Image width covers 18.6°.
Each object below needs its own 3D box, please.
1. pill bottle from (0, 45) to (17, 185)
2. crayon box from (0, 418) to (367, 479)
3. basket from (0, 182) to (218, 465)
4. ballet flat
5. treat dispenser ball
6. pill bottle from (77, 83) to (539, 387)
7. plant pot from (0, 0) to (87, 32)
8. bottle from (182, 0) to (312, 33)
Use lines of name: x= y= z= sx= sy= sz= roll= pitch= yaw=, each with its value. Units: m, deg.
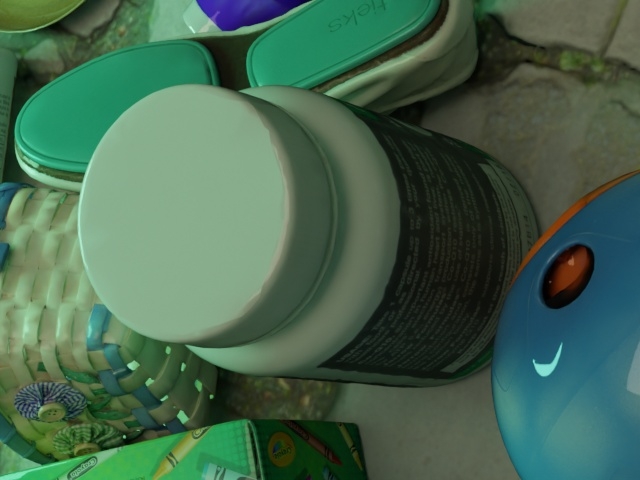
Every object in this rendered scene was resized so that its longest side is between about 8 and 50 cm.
pill bottle: x=-0.350 y=-0.065 z=1.754 sx=0.131 sy=0.131 sz=0.229 roll=5 pitch=87 yaw=30
crayon box: x=-0.121 y=0.208 z=1.570 sx=0.278 sy=0.165 sz=0.081 roll=-15 pitch=77 yaw=28
basket: x=-0.244 y=0.069 z=1.602 sx=0.289 sy=0.255 sz=0.201 roll=3 pitch=62 yaw=24
ballet flat: x=-0.053 y=-0.108 z=1.577 sx=0.400 sy=0.139 sz=0.139 roll=-18 pitch=75 yaw=19
treat dispenser ball: x=0.258 y=0.088 z=1.293 sx=0.288 sy=0.288 sz=0.288 roll=-4 pitch=83 yaw=30
pill bottle: x=0.000 y=0.000 z=1.410 sx=0.204 sy=0.361 sz=0.204 roll=-4 pitch=82 yaw=29
plant pot: x=-0.261 y=-0.304 z=1.787 sx=0.236 sy=0.032 sz=0.236 roll=-4 pitch=82 yaw=30
bottle: x=-0.001 y=-0.269 z=1.597 sx=0.283 sy=0.092 sz=0.118 roll=-47 pitch=67 yaw=17
